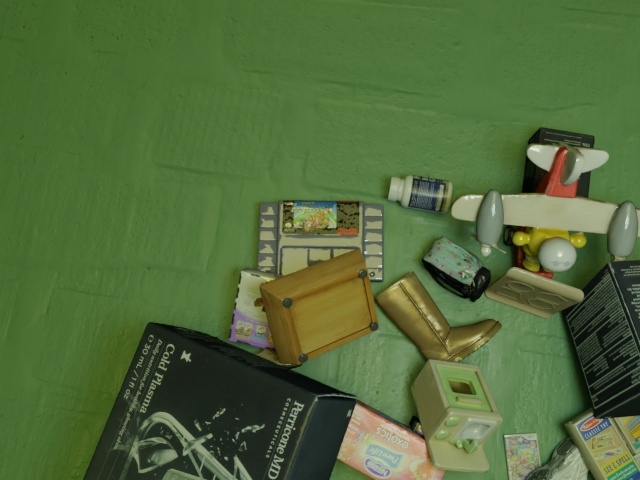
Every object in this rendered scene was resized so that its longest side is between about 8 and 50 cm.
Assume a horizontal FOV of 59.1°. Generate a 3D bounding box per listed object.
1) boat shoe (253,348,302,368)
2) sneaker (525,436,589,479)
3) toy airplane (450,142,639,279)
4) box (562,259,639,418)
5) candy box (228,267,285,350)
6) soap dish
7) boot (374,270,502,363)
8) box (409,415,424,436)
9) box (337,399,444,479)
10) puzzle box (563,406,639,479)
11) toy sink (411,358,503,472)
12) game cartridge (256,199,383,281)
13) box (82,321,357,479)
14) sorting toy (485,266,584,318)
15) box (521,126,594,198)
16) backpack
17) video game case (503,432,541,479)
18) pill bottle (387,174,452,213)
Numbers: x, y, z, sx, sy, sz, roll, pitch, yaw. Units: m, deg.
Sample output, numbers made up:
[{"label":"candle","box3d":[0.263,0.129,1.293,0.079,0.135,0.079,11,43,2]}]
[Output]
[{"label":"boat shoe","box3d":[-0.144,0.319,1.535,0.190,0.068,0.072,-6,68,1]},{"label":"sneaker","box3d":[0.614,0.615,1.432,0.232,0.090,0.115,-39,89,-11]},{"label":"toy airplane","box3d":[0.576,-0.047,1.387,0.386,0.272,0.384,-30,121,32]},{"label":"box","box3d":[0.751,0.241,1.342,0.183,0.296,0.294,-3,60,-2]},{"label":"candy box","box3d":[-0.147,0.186,1.527,0.165,0.070,0.196,12,98,5]},{"label":"soap dish","box3d":[0.009,0.175,1.452,0.291,0.118,0.228,-20,111,-20]},{"label":"boot","box3d":[0.319,0.196,1.527,0.236,0.089,0.269,-35,79,-5]},{"label":"box","box3d":[0.311,0.509,1.453,0.162,0.116,0.029,26,83,7]},{"label":"box","box3d":[0.159,0.525,1.438,0.300,0.154,0.142,27,81,6]},{"label":"puzzle box","box3d":[0.857,0.493,1.428,0.409,0.052,0.272,-25,76,-13]},{"label":"toy sink","box3d":[0.339,0.424,1.383,0.153,0.131,0.234,11,36,-15]},{"label":"game cartridge","box3d":[0.000,0.000,1.592,0.355,0.068,0.230,0,84,2]},{"label":"box","box3d":[-0.237,0.502,1.313,0.472,0.297,0.479,16,81,24]},{"label":"sorting toy","box3d":[0.551,0.134,1.472,0.193,0.208,0.038,20,68,6]},{"label":"box","box3d":[0.659,-0.193,1.576,0.153,0.108,0.207,11,80,4]},{"label":"backpack","box3d":[0.367,0.074,1.527,0.182,0.152,0.115,36,84,23]},{"label":"video game case","box3d":[0.533,0.572,1.486,0.087,0.011,0.122,-4,79,2]},{"label":"pill bottle","box3d":[0.277,-0.133,1.586,0.169,0.094,0.094,9,80,4]}]
